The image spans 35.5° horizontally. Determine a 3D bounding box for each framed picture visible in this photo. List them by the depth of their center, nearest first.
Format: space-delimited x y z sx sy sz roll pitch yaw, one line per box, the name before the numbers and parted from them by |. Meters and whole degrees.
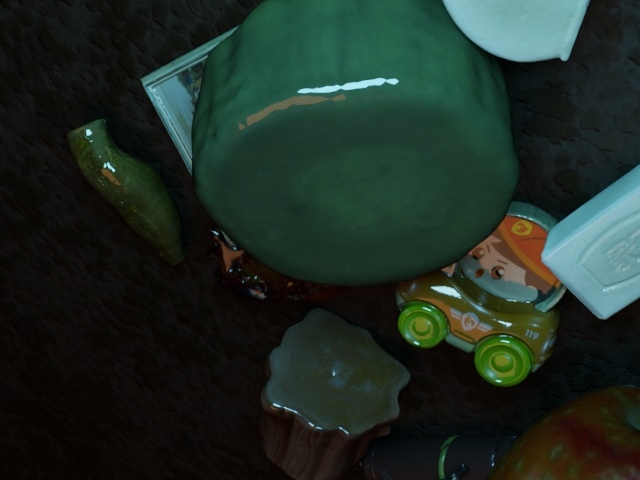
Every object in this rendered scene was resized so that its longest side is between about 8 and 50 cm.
framed picture | -0.115 -0.130 1.341 0.217 0.017 0.274 -20 104 40

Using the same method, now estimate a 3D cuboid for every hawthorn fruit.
hawthorn fruit | 0.410 0.365 1.328 0.403 0.403 0.403 16 137 16

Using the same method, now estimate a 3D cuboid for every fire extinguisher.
fire extinguisher | 0.169 0.369 1.635 0.341 0.105 0.141 -9 159 35

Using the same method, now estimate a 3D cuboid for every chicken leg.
chicken leg | 0.000 0.000 1.404 0.407 0.096 0.158 -20 98 39

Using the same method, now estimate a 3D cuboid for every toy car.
toy car | 0.223 0.047 1.298 0.235 0.145 0.235 6 114 14

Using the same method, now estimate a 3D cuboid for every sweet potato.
sweet potato | -0.274 -0.069 1.509 0.112 0.085 0.286 35 167 52

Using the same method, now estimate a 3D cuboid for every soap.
soap | 0.362 -0.004 1.167 0.121 0.064 0.183 44 119 -12

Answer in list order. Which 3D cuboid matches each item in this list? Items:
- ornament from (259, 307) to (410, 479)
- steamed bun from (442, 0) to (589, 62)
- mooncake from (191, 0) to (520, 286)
ornament | -0.001 0.256 1.578 0.235 0.221 0.217 -11 146 -21
steamed bun | 0.196 -0.301 0.945 0.164 0.146 0.241 19 137 7
mooncake | 0.034 -0.114 1.102 0.356 0.194 0.356 0 142 0
